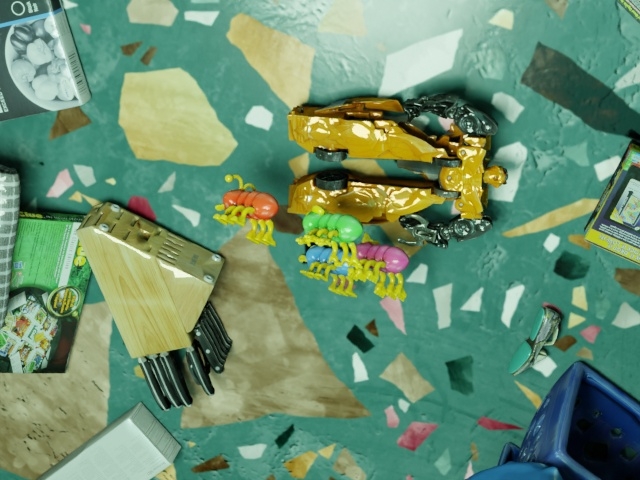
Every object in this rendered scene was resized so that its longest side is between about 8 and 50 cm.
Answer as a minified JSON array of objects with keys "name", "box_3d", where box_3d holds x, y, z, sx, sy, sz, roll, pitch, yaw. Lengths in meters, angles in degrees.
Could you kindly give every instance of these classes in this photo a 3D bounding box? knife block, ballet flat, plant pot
[{"name":"knife block","box_3d":[-0.248,0.107,1.825,0.275,0.088,0.242,27,116,-6]},{"name":"ballet flat","box_3d":[0.301,0.145,1.766,0.041,0.041,0.114,25,115,1]},{"name":"plant pot","box_3d":[0.360,0.347,1.733,0.236,0.236,0.212,37,120,-3]}]

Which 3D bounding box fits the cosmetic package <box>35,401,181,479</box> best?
[{"name":"cosmetic package","box_3d":[-0.335,0.354,1.963,0.239,0.060,0.099,-36,98,22]}]

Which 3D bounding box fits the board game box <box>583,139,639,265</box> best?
[{"name":"board game box","box_3d":[0.450,-0.032,1.661,0.170,0.048,0.141,25,116,1]}]

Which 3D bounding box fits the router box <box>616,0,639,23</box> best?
[{"name":"router box","box_3d":[0.429,-0.297,1.566,0.122,0.038,0.092,43,112,-6]}]

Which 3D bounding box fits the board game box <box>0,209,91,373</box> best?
[{"name":"board game box","box_3d":[-0.409,0.079,1.850,0.136,0.030,0.260,6,116,-28]}]

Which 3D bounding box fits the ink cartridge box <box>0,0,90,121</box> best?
[{"name":"ink cartridge box","box_3d":[-0.442,-0.268,1.752,0.208,0.045,0.206,-10,109,16]}]

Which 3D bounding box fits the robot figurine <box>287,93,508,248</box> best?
[{"name":"robot figurine","box_3d":[0.102,-0.100,1.685,0.291,0.085,0.211,5,112,10]}]

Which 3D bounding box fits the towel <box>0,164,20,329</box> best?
[{"name":"towel","box_3d":[-0.545,-0.018,1.774,0.283,0.121,0.235,19,109,28]}]

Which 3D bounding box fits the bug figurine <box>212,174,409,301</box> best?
[{"name":"bug figurine","box_3d":[0.000,0.000,1.659,0.216,0.279,0.072,11,74,39]}]

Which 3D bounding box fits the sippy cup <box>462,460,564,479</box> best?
[{"name":"sippy cup","box_3d":[0.247,0.399,1.549,0.305,0.240,0.224,-17,101,20]}]
